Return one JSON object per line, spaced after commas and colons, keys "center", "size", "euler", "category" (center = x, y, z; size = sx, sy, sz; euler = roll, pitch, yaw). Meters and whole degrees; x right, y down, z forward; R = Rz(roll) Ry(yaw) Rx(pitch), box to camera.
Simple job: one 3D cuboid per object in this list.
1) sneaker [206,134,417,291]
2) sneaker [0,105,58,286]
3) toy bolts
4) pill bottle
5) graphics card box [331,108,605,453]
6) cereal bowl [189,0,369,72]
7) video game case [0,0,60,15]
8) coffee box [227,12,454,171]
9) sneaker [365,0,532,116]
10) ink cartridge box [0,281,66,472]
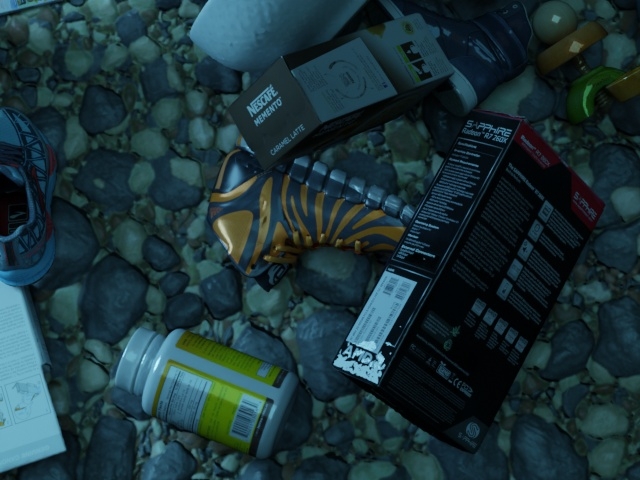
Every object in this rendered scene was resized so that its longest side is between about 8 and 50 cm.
{"center": [0.000, 0.000, 1.847], "size": [0.321, 0.124, 0.180], "euler": [24, 84, 17], "category": "sneaker"}
{"center": [-0.393, -0.079, 1.842], "size": [0.104, 0.125, 0.262], "euler": [-13, 61, -4], "category": "sneaker"}
{"center": [0.400, -0.280, 1.845], "size": [0.228, 0.218, 0.158], "euler": [-31, 93, -12], "category": "toy bolts"}
{"center": [-0.143, 0.185, 1.801], "size": [0.215, 0.117, 0.117], "euler": [21, 79, 6], "category": "pill bottle"}
{"center": [0.189, 0.052, 1.766], "size": [0.094, 0.233, 0.371], "euler": [18, 76, 44], "category": "graphics card box"}
{"center": [-0.004, -0.335, 1.807], "size": [0.141, 0.339, 0.339], "euler": [42, 82, -5], "category": "cereal bowl"}
{"center": [-0.423, -0.357, 1.976], "size": [0.122, 0.011, 0.087], "euler": [-14, 78, -1], "category": "video game case"}
{"center": [0.028, -0.188, 1.798], "size": [0.246, 0.141, 0.098], "euler": [-24, 82, -41], "category": "coffee box"}
{"center": [0.178, -0.286, 1.914], "size": [0.163, 0.086, 0.226], "euler": [-36, 71, -15], "category": "sneaker"}
{"center": [-0.479, 0.199, 1.835], "size": [0.275, 0.060, 0.239], "euler": [-18, 79, -3], "category": "ink cartridge box"}
